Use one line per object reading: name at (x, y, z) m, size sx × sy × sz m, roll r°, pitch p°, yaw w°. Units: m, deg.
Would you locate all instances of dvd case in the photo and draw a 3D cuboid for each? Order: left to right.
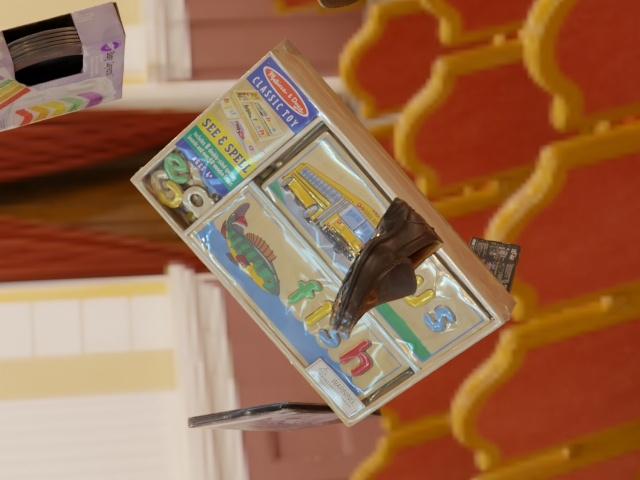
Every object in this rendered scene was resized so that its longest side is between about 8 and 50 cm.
dvd case at (-0.045, 0.237, 2.086) m, size 0.221 × 0.164 × 0.018 m, roll 13°, pitch -111°, yaw -54°

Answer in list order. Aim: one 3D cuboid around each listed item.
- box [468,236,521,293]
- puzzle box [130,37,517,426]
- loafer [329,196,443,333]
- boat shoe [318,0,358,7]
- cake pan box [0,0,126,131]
box at (0.217, 0.037, 2.007) m, size 0.018 × 0.067 × 0.083 m, roll 84°, pitch -159°, yaw -51°
puzzle box at (0.000, 0.000, 1.824) m, size 0.272 × 0.409 × 0.052 m, roll -39°, pitch 5°, yaw 33°
loafer at (0.060, 0.028, 1.394) m, size 0.170 × 0.061 × 0.062 m, roll -56°, pitch -5°, yaw -42°
boat shoe at (0.023, -0.350, 1.821) m, size 0.223 × 0.080 × 0.073 m, roll 88°, pitch 166°, yaw -70°
cake pan box at (-0.426, -0.264, 2.413) m, size 0.267 × 0.245 × 0.070 m, roll 118°, pitch 131°, yaw -70°
